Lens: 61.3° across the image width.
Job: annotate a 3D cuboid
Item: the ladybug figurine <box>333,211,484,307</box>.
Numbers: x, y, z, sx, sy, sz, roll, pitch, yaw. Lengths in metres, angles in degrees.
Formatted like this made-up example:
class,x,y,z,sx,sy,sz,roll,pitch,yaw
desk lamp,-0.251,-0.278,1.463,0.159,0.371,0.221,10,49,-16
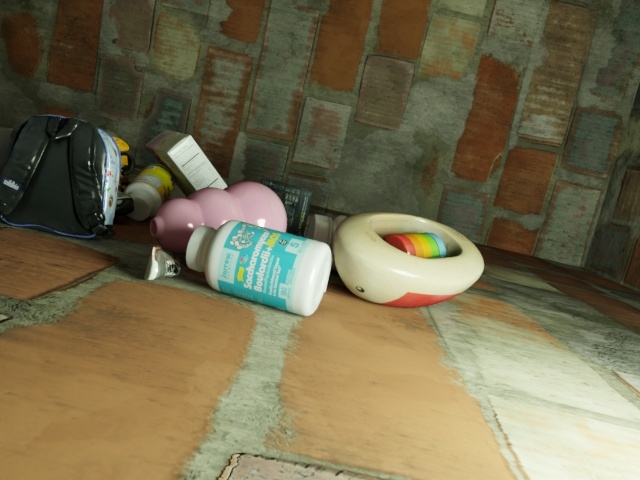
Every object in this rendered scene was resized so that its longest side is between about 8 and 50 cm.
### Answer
class,x,y,z,sx,sy,sz,roll,pitch,yaw
ladybug figurine,0.213,0.053,1.323,0.449,0.162,0.305,0,32,-37

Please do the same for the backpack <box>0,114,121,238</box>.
class,x,y,z,sx,sy,sz,roll,pitch,yaw
backpack,-0.586,-0.153,1.255,0.276,0.263,0.213,11,8,-9

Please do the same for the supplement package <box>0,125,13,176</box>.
class,x,y,z,sx,sy,sz,roll,pitch,yaw
supplement package,-0.910,-0.198,1.278,0.263,0.199,0.198,11,9,-17

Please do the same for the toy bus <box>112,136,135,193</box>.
class,x,y,z,sx,sy,sz,roll,pitch,yaw
toy bus,-0.702,-0.197,1.684,0.211,0.220,0.149,-7,-3,7

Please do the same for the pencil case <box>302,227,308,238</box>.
class,x,y,z,sx,sy,sz,roll,pitch,yaw
pencil case,0.000,0.000,1.743,0.086,0.088,0.206,9,10,-14

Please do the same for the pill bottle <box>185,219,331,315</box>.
class,x,y,z,sx,sy,sz,roll,pitch,yaw
pill bottle,-0.122,0.045,1.050,0.264,0.146,0.146,14,8,12

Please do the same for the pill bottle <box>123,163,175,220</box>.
class,x,y,z,sx,sy,sz,roll,pitch,yaw
pill bottle,-0.532,-0.146,1.664,0.117,0.117,0.215,12,30,-4

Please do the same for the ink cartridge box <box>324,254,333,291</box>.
class,x,y,z,sx,sy,sz,roll,pitch,yaw
ink cartridge box,-0.059,0.063,1.216,0.092,0.090,0.143,20,12,42

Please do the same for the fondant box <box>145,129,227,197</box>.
class,x,y,z,sx,sy,sz,roll,pitch,yaw
fondant box,-0.405,-0.197,1.772,0.238,0.096,0.330,24,-29,54

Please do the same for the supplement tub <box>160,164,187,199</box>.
class,x,y,z,sx,sy,sz,roll,pitch,yaw
supplement tub,-0.588,-0.220,2.109,0.144,0.144,0.200,4,12,-46

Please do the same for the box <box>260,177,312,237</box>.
class,x,y,z,sx,sy,sz,roll,pitch,yaw
box,-0.143,-0.118,1.982,0.233,0.183,0.059,19,10,42

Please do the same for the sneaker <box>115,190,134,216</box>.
class,x,y,z,sx,sy,sz,roll,pitch,yaw
sneaker,-0.672,-0.155,1.536,0.343,0.146,0.134,19,10,21

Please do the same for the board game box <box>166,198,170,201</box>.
class,x,y,z,sx,sy,sz,roll,pitch,yaw
board game box,-0.575,-0.125,1.848,0.243,0.042,0.165,17,9,26

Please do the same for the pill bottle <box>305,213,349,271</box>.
class,x,y,z,sx,sy,sz,roll,pitch,yaw
pill bottle,0.104,0.018,1.526,0.283,0.160,0.160,11,9,-12

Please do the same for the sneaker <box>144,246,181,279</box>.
class,x,y,z,sx,sy,sz,roll,pitch,yaw
sneaker,-0.307,0.046,1.071,0.065,0.061,0.158,18,8,-13

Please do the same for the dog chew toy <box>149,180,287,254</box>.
class,x,y,z,sx,sy,sz,roll,pitch,yaw
dog chew toy,-0.245,-0.039,1.298,0.332,0.206,0.206,-6,19,-41
